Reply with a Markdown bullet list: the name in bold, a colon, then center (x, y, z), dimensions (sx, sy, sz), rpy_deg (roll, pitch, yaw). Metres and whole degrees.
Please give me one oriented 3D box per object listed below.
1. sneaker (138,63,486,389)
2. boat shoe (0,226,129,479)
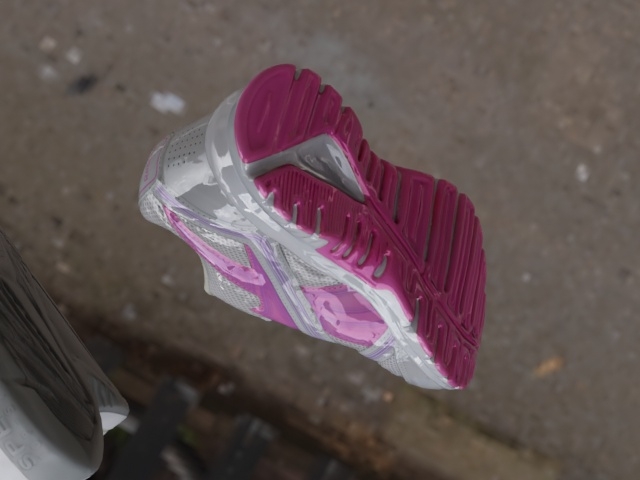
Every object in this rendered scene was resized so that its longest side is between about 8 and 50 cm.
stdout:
- **sneaker**: center (0.000, 0.000, 1.047), dimensions (0.111, 0.103, 0.252), rpy_deg (-9, 142, 37)
- **boat shoe**: center (-0.151, 0.064, 0.815), dimensions (0.118, 0.103, 0.320), rpy_deg (56, 178, -9)
